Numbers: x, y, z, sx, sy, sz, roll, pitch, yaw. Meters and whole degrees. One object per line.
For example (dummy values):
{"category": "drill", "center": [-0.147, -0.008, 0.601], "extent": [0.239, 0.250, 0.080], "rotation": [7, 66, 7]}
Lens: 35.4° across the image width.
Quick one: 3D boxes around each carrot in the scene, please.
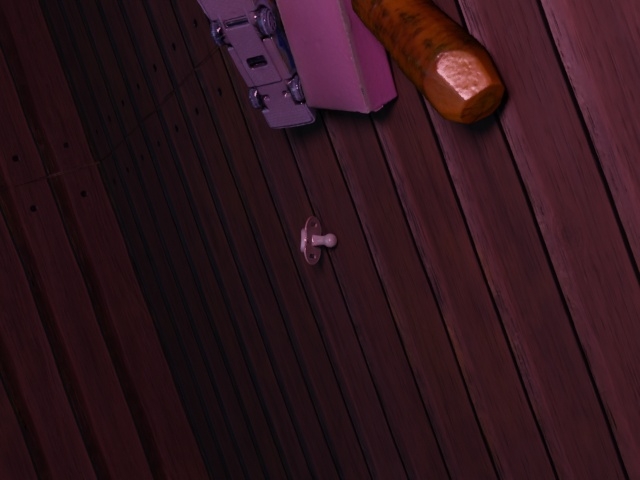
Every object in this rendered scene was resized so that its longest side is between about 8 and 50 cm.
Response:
{"category": "carrot", "center": [0.156, -0.294, 1.483], "extent": [0.302, 0.114, 0.114], "rotation": [54, 149, 32]}

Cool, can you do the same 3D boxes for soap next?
{"category": "soap", "center": [0.021, -0.348, 1.677], "extent": [0.181, 0.081, 0.259], "rotation": [13, 128, 52]}

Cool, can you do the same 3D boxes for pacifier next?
{"category": "pacifier", "center": [0.000, 0.000, 2.030], "extent": [0.078, 0.081, 0.099], "rotation": [-2, 85, 28]}

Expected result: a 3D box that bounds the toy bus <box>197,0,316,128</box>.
{"category": "toy bus", "center": [-0.100, -0.350, 1.769], "extent": [0.330, 0.109, 0.136], "rotation": [60, -150, -46]}
